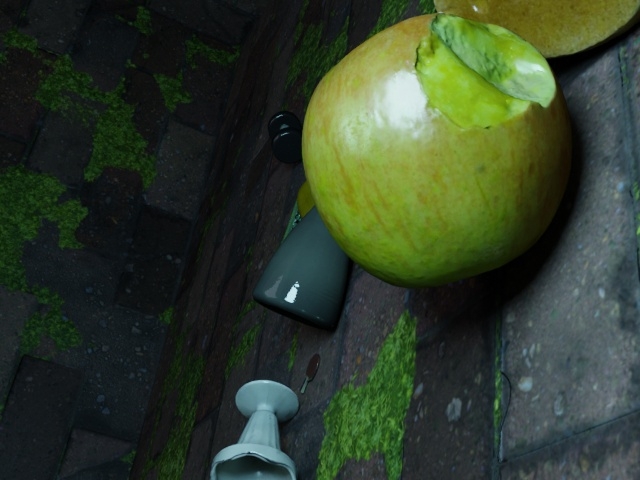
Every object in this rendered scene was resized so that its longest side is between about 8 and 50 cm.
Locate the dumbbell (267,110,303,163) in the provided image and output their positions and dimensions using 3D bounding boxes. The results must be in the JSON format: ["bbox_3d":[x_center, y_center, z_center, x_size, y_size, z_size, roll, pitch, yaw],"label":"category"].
[{"bbox_3d":[-0.095,-0.295,2.329,0.100,0.100,0.191,-63,19,20],"label":"dumbbell"}]

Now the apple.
[{"bbox_3d":[0.146,-0.103,1.032,0.339,0.339,0.339,-56,22,36],"label":"apple"}]

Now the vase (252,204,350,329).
[{"bbox_3d":[0.000,0.000,1.618,0.321,0.173,0.173,-69,17,-11],"label":"vase"}]

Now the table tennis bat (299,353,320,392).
[{"bbox_3d":[-0.021,0.264,1.631,0.083,0.007,0.050,-65,18,6],"label":"table tennis bat"}]

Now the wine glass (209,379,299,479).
[{"bbox_3d":[-0.110,0.379,1.548,0.165,0.165,0.196,-56,14,37],"label":"wine glass"}]

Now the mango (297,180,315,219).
[{"bbox_3d":[0.007,-0.073,1.790,0.130,0.092,0.195,-59,25,26],"label":"mango"}]

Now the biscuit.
[{"bbox_3d":[0.273,-0.375,1.064,0.057,0.287,0.343,-31,18,-33],"label":"biscuit"}]

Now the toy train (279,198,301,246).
[{"bbox_3d":[-0.058,-0.040,2.033,0.071,0.038,0.148,-7,62,70],"label":"toy train"}]
